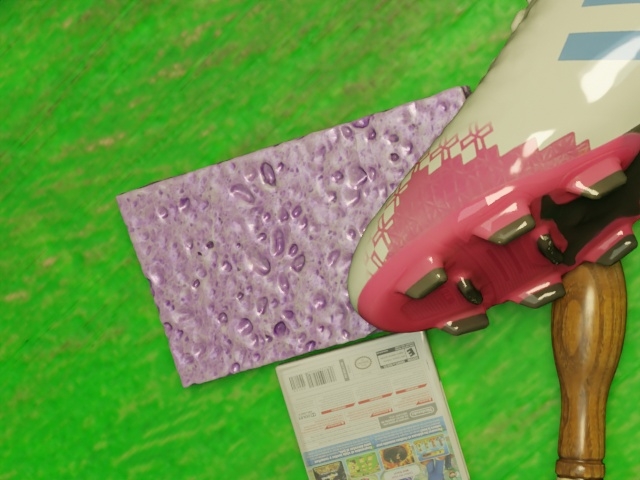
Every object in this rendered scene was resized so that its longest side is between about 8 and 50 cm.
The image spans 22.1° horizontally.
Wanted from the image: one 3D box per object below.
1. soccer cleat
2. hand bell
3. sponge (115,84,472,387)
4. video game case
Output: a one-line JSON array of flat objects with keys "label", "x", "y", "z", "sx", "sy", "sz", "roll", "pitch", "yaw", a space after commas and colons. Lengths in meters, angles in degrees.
[{"label": "soccer cleat", "x": 0.138, "y": -0.085, "z": 0.803, "sx": 0.331, "sy": 0.116, "sz": 0.143, "roll": -36, "pitch": 60, "yaw": 11}, {"label": "hand bell", "x": 0.135, "y": 0.109, "z": 0.852, "sx": 0.126, "sy": 0.126, "sz": 0.242, "roll": 3, "pitch": 86, "yaw": 17}, {"label": "sponge", "x": 0.000, "y": 0.000, "z": 0.898, "sx": 0.210, "sy": 0.031, "sz": 0.117, "roll": -17, "pitch": 93, "yaw": 19}, {"label": "video game case", "x": 0.033, "y": 0.116, "z": 0.912, "sx": 0.087, "sy": 0.011, "sz": 0.122, "roll": -16, "pitch": 93, "yaw": 12}]
